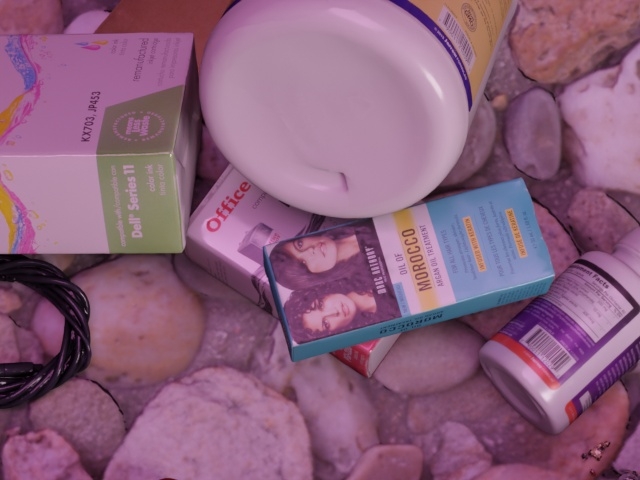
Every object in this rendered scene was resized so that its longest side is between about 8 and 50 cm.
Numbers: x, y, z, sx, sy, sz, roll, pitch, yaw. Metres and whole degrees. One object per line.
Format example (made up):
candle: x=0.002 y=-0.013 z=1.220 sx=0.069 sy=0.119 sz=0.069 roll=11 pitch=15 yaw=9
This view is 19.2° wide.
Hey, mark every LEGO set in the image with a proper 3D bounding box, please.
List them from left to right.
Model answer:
LEGO set: x=0.273 y=0.223 z=1.746 sx=0.083 sy=0.023 sz=0.054 roll=42 pitch=78 yaw=13

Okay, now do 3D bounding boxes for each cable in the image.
cable: x=-0.304 y=0.083 z=1.791 sx=0.184 sy=0.047 sz=0.150 roll=25 pitch=74 yaw=8

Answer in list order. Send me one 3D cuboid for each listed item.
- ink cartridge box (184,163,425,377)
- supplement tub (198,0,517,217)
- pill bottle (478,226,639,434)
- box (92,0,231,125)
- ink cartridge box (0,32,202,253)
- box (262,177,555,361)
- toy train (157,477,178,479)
ink cartridge box: x=0.000 y=0.000 z=1.789 sx=0.218 sy=0.092 sz=0.158 roll=33 pitch=75 yaw=13
supplement tub: x=0.048 y=-0.205 z=1.724 sx=0.241 sy=0.241 sz=0.331 roll=17 pitch=43 yaw=6
pill bottle: x=0.249 y=0.078 z=1.749 sx=0.193 sy=0.108 sz=0.108 roll=-41 pitch=76 yaw=-11
box: x=-0.101 y=-0.204 z=1.893 sx=0.201 sy=0.021 sz=0.164 roll=36 pitch=76 yaw=12
ink cartridge box: x=-0.296 y=-0.093 z=1.763 sx=0.353 sy=0.119 sz=0.207 roll=-1 pitch=38 yaw=3
box: x=0.078 y=0.025 z=1.700 sx=0.244 sy=0.060 sz=0.100 roll=-15 pitch=74 yaw=-5
toy train: x=-0.229 y=0.297 z=1.705 sx=0.248 sy=0.105 sz=0.143 roll=-5 pitch=89 yaw=4
